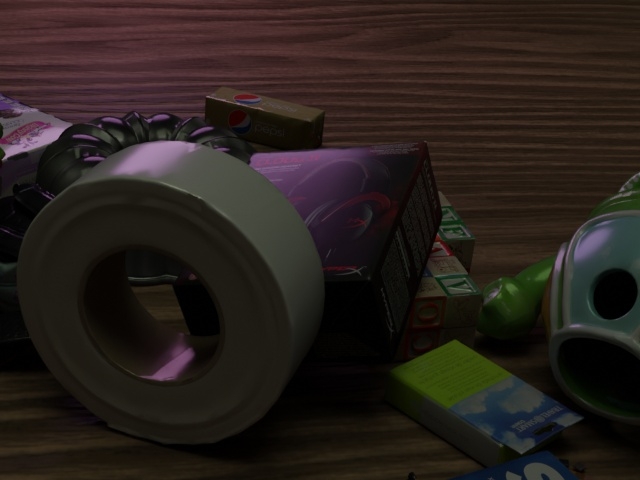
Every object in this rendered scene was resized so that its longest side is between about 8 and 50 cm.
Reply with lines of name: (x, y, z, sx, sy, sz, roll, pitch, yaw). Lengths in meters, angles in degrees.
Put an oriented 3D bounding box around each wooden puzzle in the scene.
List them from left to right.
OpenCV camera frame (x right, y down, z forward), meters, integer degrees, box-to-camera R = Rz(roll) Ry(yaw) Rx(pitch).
wooden puzzle: (0.247, 0.241, 1.162, 0.049, 0.006, 0.083, 15, 28, 17)

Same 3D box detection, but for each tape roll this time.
tape roll: (-0.143, 0.053, 1.148, 0.286, 0.286, 0.100, 13, 28, 13)

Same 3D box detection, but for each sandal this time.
sandal: (-0.358, 0.113, 1.265, 0.179, 0.040, 0.067, -12, 24, -4)

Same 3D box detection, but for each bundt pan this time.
bundt pan: (-0.218, -0.073, 1.554, 0.331, 0.124, 0.331, 4, 27, -2)

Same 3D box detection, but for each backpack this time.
backpack: (-0.332, 0.017, 1.353, 0.182, 0.115, 0.152, 14, 45, 42)

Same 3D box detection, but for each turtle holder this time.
turtle holder: (0.330, 0.063, 1.277, 0.320, 0.243, 0.227, 31, 53, 25)

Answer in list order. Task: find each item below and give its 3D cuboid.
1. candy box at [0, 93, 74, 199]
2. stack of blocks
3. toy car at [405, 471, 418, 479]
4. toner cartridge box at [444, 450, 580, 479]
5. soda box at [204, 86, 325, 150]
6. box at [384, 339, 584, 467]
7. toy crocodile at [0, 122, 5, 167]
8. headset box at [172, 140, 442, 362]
candy box: (-0.446, -0.130, 1.674, 0.196, 0.070, 0.165, 23, 32, 31)
stack of blocks: (0.097, 0.028, 1.456, 0.171, 0.087, 0.297, -4, 29, -15)
toy car: (0.047, 0.253, 1.090, 0.122, 0.060, 0.040, -24, 81, -19)
toner cartridge box: (0.218, 0.310, 0.948, 0.165, 0.075, 0.348, -11, 32, -28)
soda box: (-0.087, -0.188, 1.871, 0.181, 0.058, 0.061, 15, 28, 18)
box: (0.167, 0.172, 1.239, 0.109, 0.042, 0.178, -20, 37, -39)
toy crocodile: (-0.428, -0.074, 1.369, 0.340, 0.105, 0.115, -21, 29, 56)
headset box: (0.000, 0.000, 1.306, 0.218, 0.110, 0.293, -2, 34, 21)
